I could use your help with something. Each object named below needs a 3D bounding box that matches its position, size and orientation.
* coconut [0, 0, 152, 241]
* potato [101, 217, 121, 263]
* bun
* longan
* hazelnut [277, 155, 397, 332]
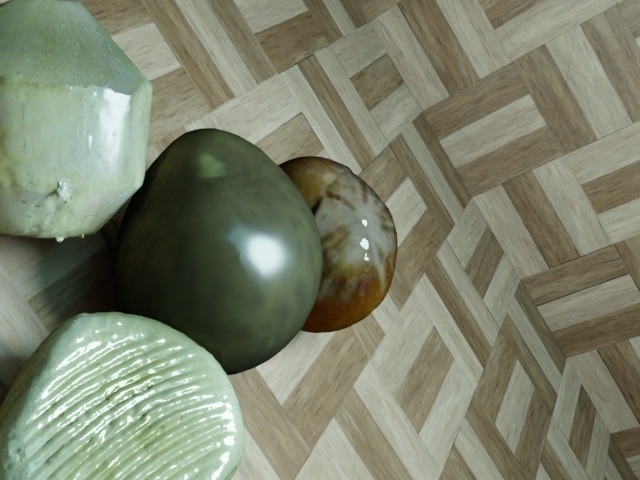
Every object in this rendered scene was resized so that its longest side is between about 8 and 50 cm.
[{"bbox_3d":[-0.410,-0.186,1.144,0.352,0.352,0.353,32,45,-39],"label":"coconut"},{"bbox_3d":[-0.347,-0.010,1.349,0.036,0.037,0.093,-13,79,-61],"label":"potato"},{"bbox_3d":[-0.283,0.281,1.060,0.349,0.227,0.352,-25,73,-42],"label":"bun"},{"bbox_3d":[-0.165,0.023,1.291,0.404,0.336,0.405,175,-90,-87],"label":"longan"},{"bbox_3d":[0.000,0.000,1.561,0.315,0.372,0.372,-32,95,-28],"label":"hazelnut"}]
